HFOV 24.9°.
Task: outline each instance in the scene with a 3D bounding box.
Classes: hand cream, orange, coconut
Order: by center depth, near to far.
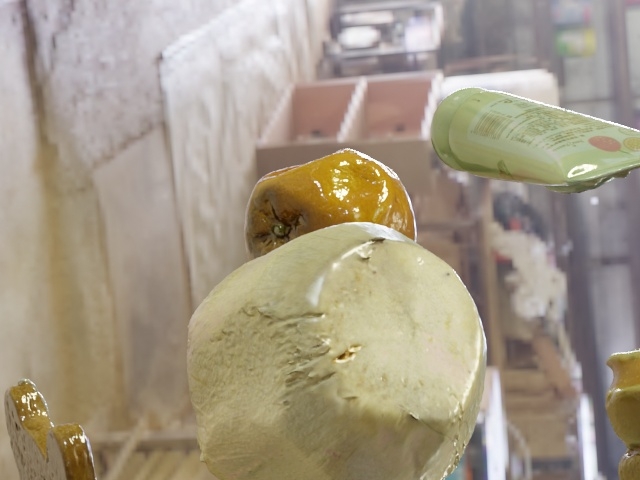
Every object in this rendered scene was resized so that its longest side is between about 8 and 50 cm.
[{"bbox_3d":[0.005,0.109,1.132,0.230,0.227,0.227,-37,-137,50],"label":"coconut"},{"bbox_3d":[0.222,-0.099,1.462,0.306,0.147,0.093,20,-60,61],"label":"hand cream"},{"bbox_3d":[0.000,0.000,1.926,0.183,0.249,0.249,-3,89,-38],"label":"orange"}]

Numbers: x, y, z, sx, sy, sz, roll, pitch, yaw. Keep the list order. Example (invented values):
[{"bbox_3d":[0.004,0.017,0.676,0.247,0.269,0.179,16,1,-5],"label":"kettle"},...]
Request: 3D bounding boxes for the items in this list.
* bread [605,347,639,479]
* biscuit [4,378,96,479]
[{"bbox_3d":[0.516,0.282,1.811,0.210,0.300,0.341,-23,105,-69],"label":"bread"},{"bbox_3d":[-0.294,0.349,1.786,0.432,0.064,0.283,20,-63,61],"label":"biscuit"}]
